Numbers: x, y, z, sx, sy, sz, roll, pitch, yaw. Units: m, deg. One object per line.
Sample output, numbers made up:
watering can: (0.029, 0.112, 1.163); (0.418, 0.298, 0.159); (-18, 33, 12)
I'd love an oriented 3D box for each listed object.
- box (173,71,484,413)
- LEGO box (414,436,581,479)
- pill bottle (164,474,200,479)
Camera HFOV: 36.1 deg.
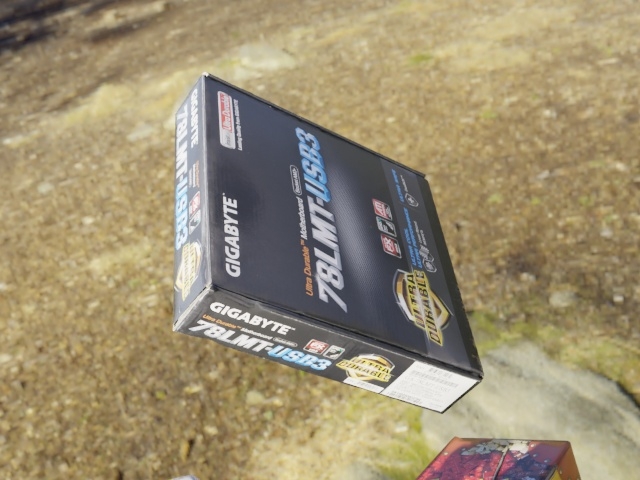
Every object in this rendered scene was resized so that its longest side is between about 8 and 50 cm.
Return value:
box: (0.000, 0.000, 0.957); (0.073, 0.293, 0.295); (-47, 33, 33)
LEGO box: (0.242, 0.571, 1.301); (0.193, 0.500, 0.372); (-8, 17, 41)
pill bottle: (-0.223, 0.329, 1.046); (0.215, 0.117, 0.117); (-10, 23, -11)
